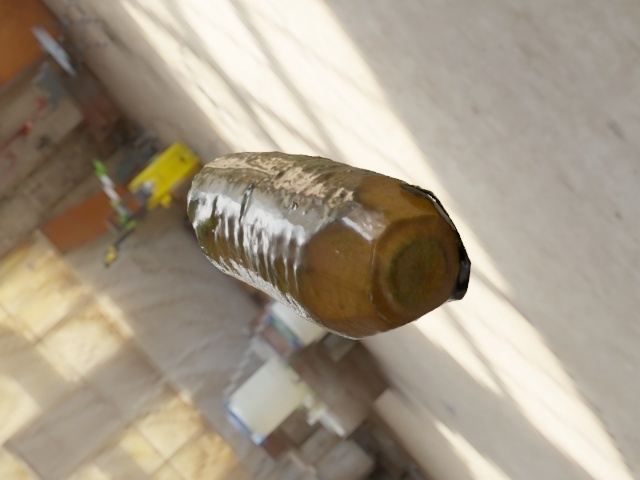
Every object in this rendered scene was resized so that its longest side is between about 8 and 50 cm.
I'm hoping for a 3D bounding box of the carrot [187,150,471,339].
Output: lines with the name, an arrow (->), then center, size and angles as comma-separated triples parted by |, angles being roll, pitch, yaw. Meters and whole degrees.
carrot -> 0.000, 0.000, 0.744 | 0.082, 0.082, 0.173 | 52, 160, -26
